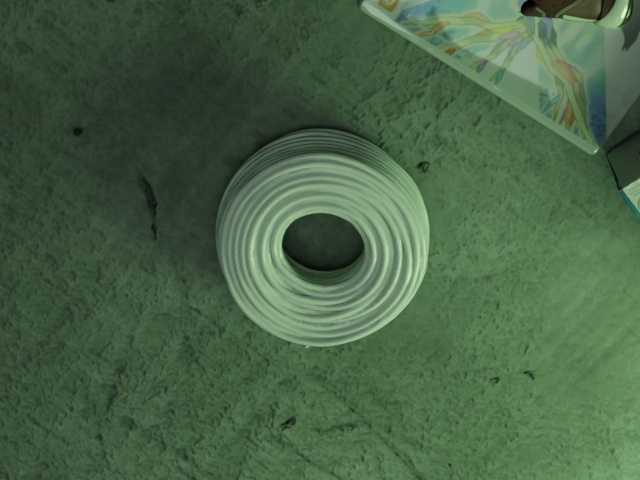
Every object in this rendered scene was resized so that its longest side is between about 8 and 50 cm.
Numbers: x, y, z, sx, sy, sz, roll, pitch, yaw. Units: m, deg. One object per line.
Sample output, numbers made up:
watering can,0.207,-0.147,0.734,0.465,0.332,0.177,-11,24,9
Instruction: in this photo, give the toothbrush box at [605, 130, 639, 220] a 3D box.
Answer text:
toothbrush box,0.502,-0.029,1.689,0.216,0.126,0.295,-34,109,17

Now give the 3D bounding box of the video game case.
video game case,0.257,-0.297,1.633,0.329,0.036,0.300,30,113,-10

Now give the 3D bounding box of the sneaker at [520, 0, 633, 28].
sneaker,0.247,-0.355,1.535,0.163,0.106,0.281,1,114,7

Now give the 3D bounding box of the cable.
cable,0.000,0.000,1.753,0.257,0.089,0.257,-30,109,16
